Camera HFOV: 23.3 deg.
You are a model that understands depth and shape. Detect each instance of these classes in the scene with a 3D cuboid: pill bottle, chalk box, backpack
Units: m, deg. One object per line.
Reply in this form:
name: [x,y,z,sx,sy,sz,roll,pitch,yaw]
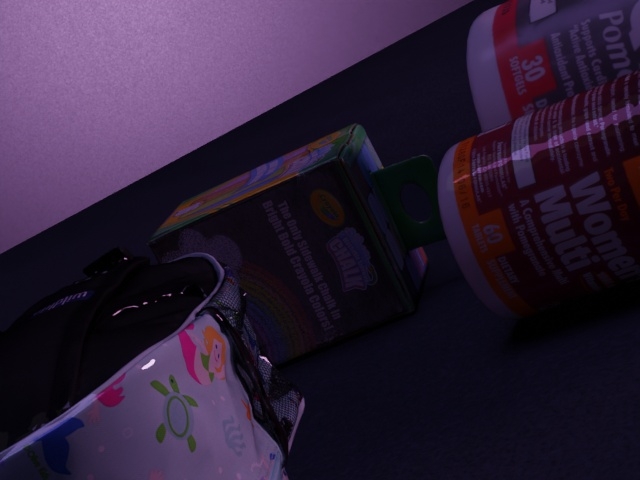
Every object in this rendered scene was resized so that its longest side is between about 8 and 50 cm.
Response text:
pill bottle: [0.274,-0.131,1.041,0.318,0.176,0.176,-21,11,26]
pill bottle: [0.192,-0.039,0.940,0.221,0.121,0.121,-21,12,26]
chalk box: [0.000,0.000,1.186,0.213,0.132,0.132,-23,11,13]
backpack: [-0.117,0.123,0.694,0.225,0.191,0.253,-28,3,6]
